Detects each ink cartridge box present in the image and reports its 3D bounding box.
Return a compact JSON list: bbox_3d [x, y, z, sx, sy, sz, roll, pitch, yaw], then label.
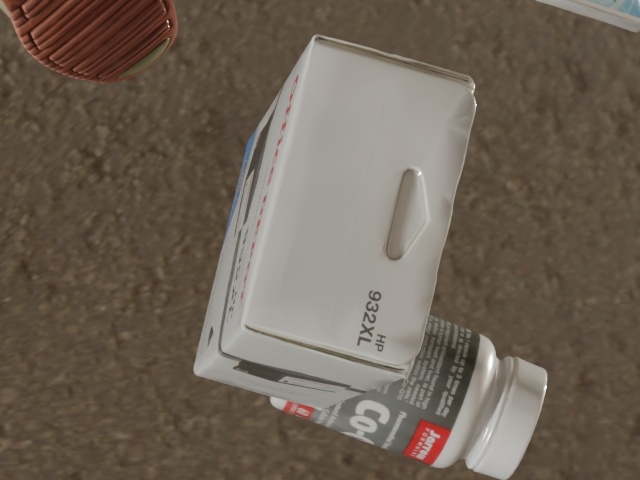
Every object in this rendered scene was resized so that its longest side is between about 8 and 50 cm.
[{"bbox_3d":[0.000,0.000,1.181,0.129,0.307,0.223,16,77,-8],"label":"ink cartridge box"}]

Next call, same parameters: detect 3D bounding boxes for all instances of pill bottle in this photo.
[{"bbox_3d":[0.100,0.161,1.711,0.283,0.161,0.161,21,71,-1],"label":"pill bottle"}]

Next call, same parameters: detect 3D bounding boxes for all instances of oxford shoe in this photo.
[{"bbox_3d":[-0.256,-0.273,1.343,0.140,0.397,0.146,-37,60,5],"label":"oxford shoe"}]

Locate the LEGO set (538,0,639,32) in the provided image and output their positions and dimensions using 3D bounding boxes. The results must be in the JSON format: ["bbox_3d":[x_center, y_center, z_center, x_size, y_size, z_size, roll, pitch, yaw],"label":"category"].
[{"bbox_3d":[0.062,-0.201,0.621,0.244,0.060,0.183,10,71,-39],"label":"LEGO set"}]
